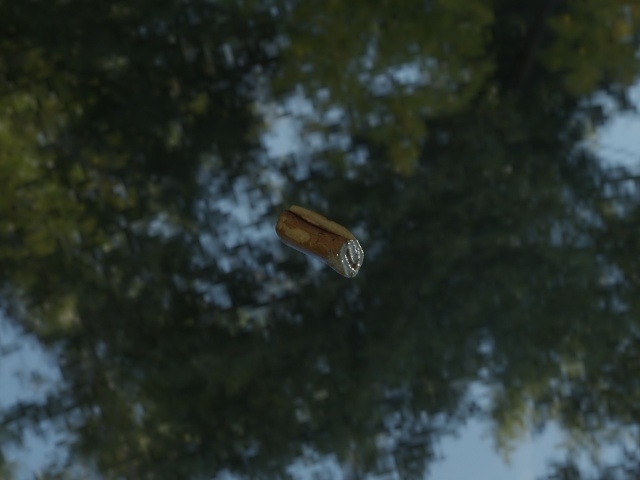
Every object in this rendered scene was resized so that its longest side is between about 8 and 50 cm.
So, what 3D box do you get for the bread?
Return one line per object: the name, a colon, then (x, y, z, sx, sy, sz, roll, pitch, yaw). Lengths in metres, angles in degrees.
bread: (0.000, 0.000, 1.619, 0.083, 0.047, 0.036, 29, -107, 38)
